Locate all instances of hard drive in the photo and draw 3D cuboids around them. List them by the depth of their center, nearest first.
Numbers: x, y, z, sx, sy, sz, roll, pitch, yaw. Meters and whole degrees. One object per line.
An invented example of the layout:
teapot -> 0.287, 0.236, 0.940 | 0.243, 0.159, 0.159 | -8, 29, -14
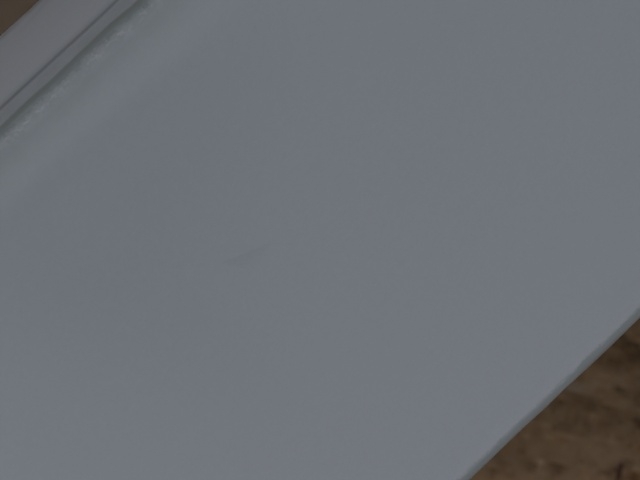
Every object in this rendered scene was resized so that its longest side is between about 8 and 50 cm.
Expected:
hard drive -> 0.000, 0.000, 0.428 | 0.040, 0.307, 0.203 | 45, 177, 45
